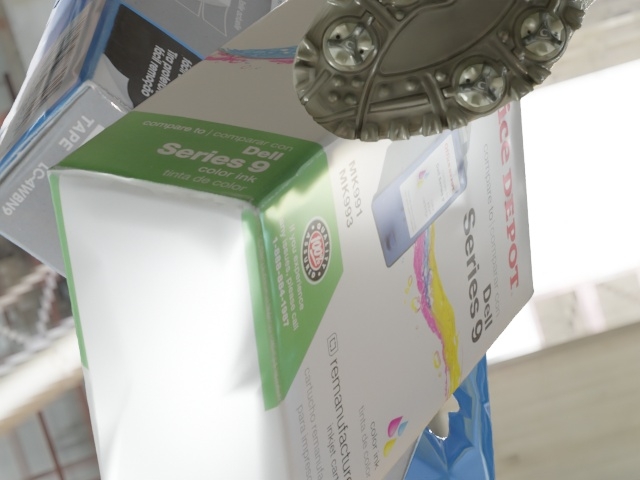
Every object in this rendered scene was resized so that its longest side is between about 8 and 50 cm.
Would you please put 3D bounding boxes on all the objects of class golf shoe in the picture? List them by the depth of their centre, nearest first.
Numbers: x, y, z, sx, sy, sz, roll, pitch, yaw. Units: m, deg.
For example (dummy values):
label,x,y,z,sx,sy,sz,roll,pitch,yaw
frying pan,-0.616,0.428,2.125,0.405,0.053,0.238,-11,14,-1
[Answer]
label,x,y,z,sx,sy,sz,roll,pitch,yaw
golf shoe,0.063,-0.090,0.665,0.176,0.069,0.086,-35,-175,-10

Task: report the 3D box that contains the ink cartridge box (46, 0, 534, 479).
label,x,y,z,sx,sy,sz,roll,pitch,yaw
ink cartridge box,0.000,0.000,0.743,0.093,0.154,0.212,9,-149,27

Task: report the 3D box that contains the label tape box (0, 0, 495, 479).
label,x,y,z,sx,sy,sz,roll,pitch,yaw
label tape box,-0.003,-0.015,1.062,0.115,0.347,0.249,-47,-161,27
